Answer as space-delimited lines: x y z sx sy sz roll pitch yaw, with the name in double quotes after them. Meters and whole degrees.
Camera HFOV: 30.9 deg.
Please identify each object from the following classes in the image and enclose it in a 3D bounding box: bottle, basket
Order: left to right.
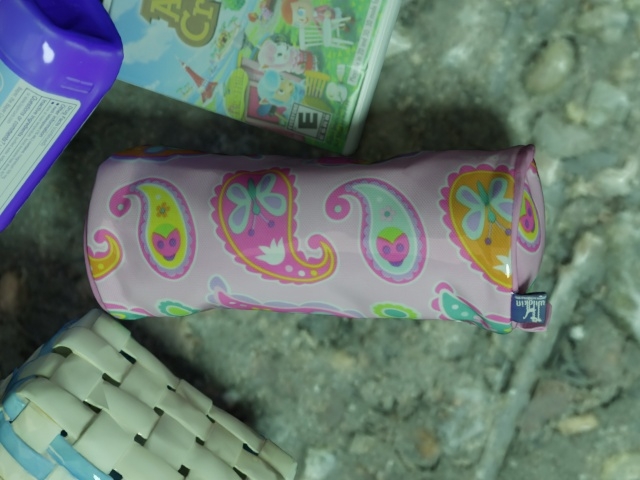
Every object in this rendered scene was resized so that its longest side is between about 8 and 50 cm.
-0.247 -0.060 0.782 0.283 0.092 0.118 -47 59 25 "bottle"
-0.164 0.213 0.761 0.255 0.201 0.289 39 110 -5 "basket"

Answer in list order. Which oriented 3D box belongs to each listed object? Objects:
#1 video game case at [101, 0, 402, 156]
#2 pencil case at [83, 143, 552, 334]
-0.039 -0.183 0.746 0.193 0.023 0.212 20 105 11 "video game case"
0.000 0.000 0.721 0.284 0.124 0.124 2 101 14 "pencil case"
